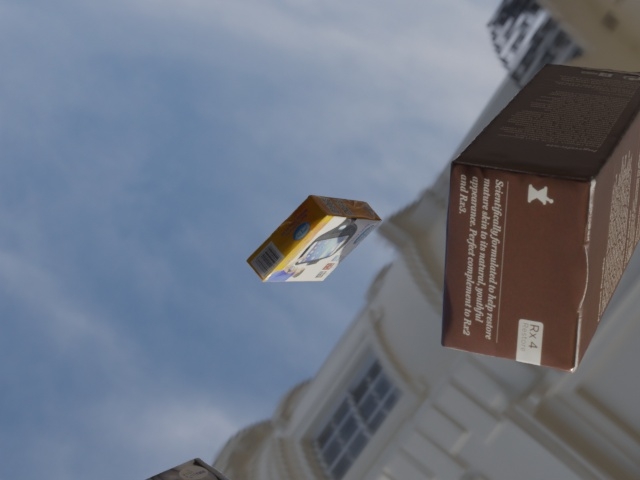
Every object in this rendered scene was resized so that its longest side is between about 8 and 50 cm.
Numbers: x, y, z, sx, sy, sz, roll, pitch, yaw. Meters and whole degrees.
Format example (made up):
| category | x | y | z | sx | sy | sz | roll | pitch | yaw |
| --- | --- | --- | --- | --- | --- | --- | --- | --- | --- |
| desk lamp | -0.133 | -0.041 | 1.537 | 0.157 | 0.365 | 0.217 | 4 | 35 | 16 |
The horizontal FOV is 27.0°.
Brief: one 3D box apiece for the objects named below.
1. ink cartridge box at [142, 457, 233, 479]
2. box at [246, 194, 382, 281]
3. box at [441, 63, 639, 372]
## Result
| category | x | y | z | sx | sy | sz | roll | pitch | yaw |
| --- | --- | --- | --- | --- | --- | --- | --- | --- | --- |
| ink cartridge box | -0.063 | 0.231 | 0.878 | 0.208 | 0.045 | 0.206 | 29 | -163 | 22 |
| box | 0.000 | 0.000 | 1.147 | 0.028 | 0.081 | 0.136 | 51 | -162 | 19 |
| box | 0.241 | -0.039 | 1.346 | 0.143 | 0.191 | 0.381 | 9 | -157 | 18 |
